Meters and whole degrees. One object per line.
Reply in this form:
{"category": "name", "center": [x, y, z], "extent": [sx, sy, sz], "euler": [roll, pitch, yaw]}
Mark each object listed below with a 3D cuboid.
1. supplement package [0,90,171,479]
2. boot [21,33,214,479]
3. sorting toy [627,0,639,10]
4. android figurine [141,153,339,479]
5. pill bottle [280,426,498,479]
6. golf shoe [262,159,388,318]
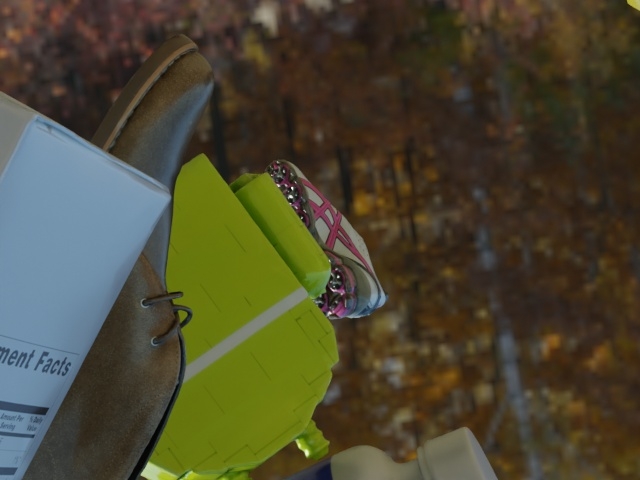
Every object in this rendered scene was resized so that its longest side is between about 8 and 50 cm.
{"category": "supplement package", "center": [-0.227, 0.055, 0.802], "extent": [0.177, 0.293, 0.175], "euler": [26, 178, 16]}
{"category": "boot", "center": [-0.115, 0.028, 1.124], "extent": [0.115, 0.305, 0.112], "euler": [25, -172, 11]}
{"category": "sorting toy", "center": [0.361, -0.141, 1.480], "extent": [0.307, 0.229, 0.041], "euler": [34, -123, 14]}
{"category": "android figurine", "center": [-0.099, 0.055, 1.274], "extent": [0.248, 0.273, 0.056], "euler": [-36, 177, -26]}
{"category": "pill bottle", "center": [0.003, 0.236, 1.297], "extent": [0.272, 0.152, 0.152], "euler": [-26, -174, 6]}
{"category": "golf shoe", "center": [0.000, 0.000, 1.862], "extent": [0.086, 0.186, 0.067], "euler": [-1, 147, -50]}
